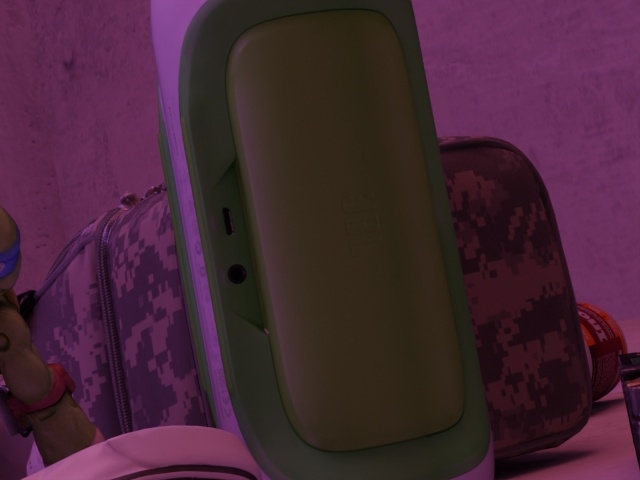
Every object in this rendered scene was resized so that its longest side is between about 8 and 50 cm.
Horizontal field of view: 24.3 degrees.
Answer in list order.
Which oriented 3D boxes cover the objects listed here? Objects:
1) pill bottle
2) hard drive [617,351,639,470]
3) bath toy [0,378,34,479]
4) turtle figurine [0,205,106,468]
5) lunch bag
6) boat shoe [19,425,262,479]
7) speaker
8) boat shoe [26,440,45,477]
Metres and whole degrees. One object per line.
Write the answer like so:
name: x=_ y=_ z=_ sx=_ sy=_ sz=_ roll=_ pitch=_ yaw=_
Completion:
pill bottle: x=0.183 y=0.096 z=1.174 sx=0.086 sy=0.086 sz=0.152 roll=-11 pitch=-2 yaw=27
hard drive: x=0.317 y=0.063 z=0.715 sx=0.338 sy=0.064 sz=0.237 roll=-10 pitch=-2 yaw=9
bath toy: x=-0.103 y=0.109 z=1.190 sx=0.348 sy=0.151 sz=0.129 roll=-12 pitch=-28 yaw=-26
turtle figurine: x=-0.202 y=0.120 z=0.699 sx=0.197 sy=0.275 sz=0.266 roll=-21 pitch=-18 yaw=-42
lunch bag: x=-0.025 y=0.064 z=0.945 sx=0.305 sy=0.213 sz=0.256 roll=-10 pitch=-8 yaw=-35
boat shoe: x=-0.102 y=0.129 z=0.519 sx=0.219 sy=0.070 sz=0.078 roll=-15 pitch=-39 yaw=-39
speaker: x=0.000 y=0.000 z=0.701 sx=0.131 sy=0.297 sz=0.131 roll=-10 pitch=-3 yaw=0
boat shoe: x=-0.087 y=0.137 z=1.091 sx=0.277 sy=0.098 sz=0.096 roll=-4 pitch=-32 yaw=-32
